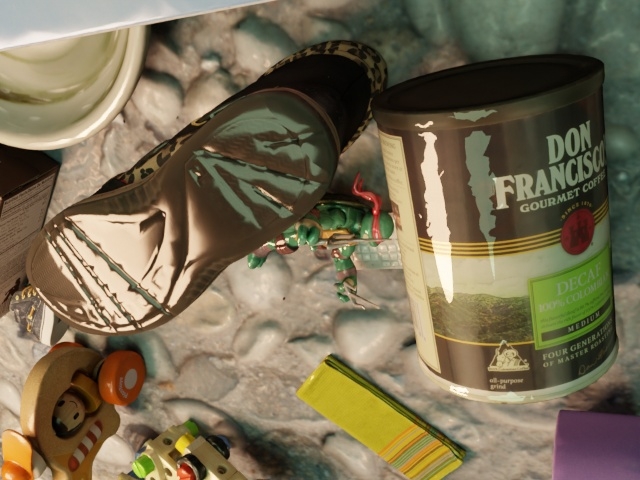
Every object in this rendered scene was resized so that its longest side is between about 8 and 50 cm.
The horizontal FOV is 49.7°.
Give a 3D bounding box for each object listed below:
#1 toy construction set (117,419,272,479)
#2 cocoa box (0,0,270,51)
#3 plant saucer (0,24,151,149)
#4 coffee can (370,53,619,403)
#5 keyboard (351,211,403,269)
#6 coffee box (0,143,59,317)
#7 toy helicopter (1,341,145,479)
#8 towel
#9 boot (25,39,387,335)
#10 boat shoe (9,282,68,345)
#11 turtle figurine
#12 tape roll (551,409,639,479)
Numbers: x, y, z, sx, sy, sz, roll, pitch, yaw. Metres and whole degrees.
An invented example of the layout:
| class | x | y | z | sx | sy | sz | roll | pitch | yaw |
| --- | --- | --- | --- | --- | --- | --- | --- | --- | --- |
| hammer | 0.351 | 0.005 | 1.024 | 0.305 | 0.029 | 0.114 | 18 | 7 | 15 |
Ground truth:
| class | x | y | z | sx | sy | sz | roll | pitch | yaw |
| --- | --- | --- | --- | --- | --- | --- | --- | --- | --- |
| toy construction set | -0.167 | 0.412 | 1.082 | 0.327 | 0.151 | 0.215 | 29 | 125 | 5 |
| cocoa box | -0.142 | -0.286 | 0.512 | 0.346 | 0.228 | 0.232 | -3 | 117 | 22 |
| plant saucer | -0.348 | -0.306 | 0.780 | 0.400 | 0.100 | 0.401 | 10 | 122 | 17 |
| coffee can | 0.170 | -0.017 | 0.659 | 0.201 | 0.201 | 0.276 | -3 | 114 | 24 |
| keyboard | 0.142 | -0.003 | 0.803 | 0.255 | 0.014 | 0.072 | -3 | 117 | 23 |
| coffee box | -0.509 | -0.022 | 0.996 | 0.168 | 0.119 | 0.297 | 33 | 125 | 3 |
| toy helicopter | -0.384 | 0.337 | 1.039 | 0.140 | 0.235 | 0.355 | 5 | 102 | 20 |
| towel | 0.080 | 0.261 | 0.974 | 0.237 | 0.021 | 0.102 | 36 | 124 | 0 |
| boot | -0.102 | -0.064 | 0.703 | 0.377 | 0.284 | 0.138 | -32 | 103 | 32 |
| boat shoe | -0.425 | 0.082 | 1.054 | 0.083 | 0.065 | 0.183 | 30 | 126 | 3 |
| turtle figurine | 0.000 | 0.000 | 0.796 | 0.234 | 0.118 | 0.175 | 1 | 148 | 30 |
| tape roll | 0.309 | 0.331 | 0.764 | 0.090 | 0.275 | 0.275 | -1 | 117 | 23 |
